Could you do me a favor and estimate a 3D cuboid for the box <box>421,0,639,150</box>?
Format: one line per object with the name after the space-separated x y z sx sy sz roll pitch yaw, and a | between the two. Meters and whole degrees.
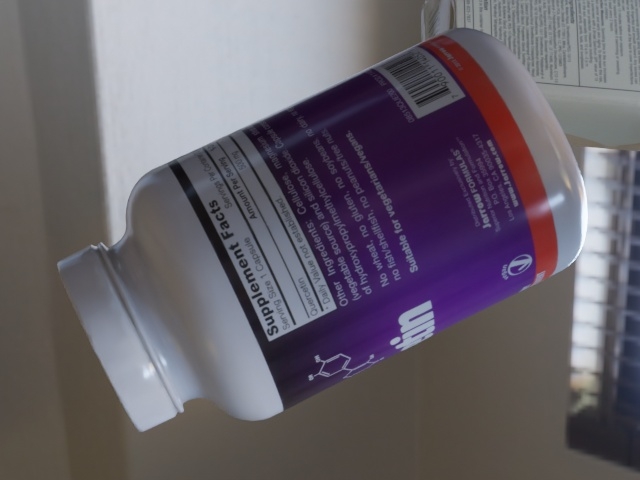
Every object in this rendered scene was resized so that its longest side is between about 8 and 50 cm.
0.261 -0.175 1.278 0.311 0.148 0.121 5 163 -9 | box

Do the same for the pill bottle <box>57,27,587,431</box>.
0.000 0.000 0.876 0.323 0.181 0.181 -26 -155 -7 | pill bottle
